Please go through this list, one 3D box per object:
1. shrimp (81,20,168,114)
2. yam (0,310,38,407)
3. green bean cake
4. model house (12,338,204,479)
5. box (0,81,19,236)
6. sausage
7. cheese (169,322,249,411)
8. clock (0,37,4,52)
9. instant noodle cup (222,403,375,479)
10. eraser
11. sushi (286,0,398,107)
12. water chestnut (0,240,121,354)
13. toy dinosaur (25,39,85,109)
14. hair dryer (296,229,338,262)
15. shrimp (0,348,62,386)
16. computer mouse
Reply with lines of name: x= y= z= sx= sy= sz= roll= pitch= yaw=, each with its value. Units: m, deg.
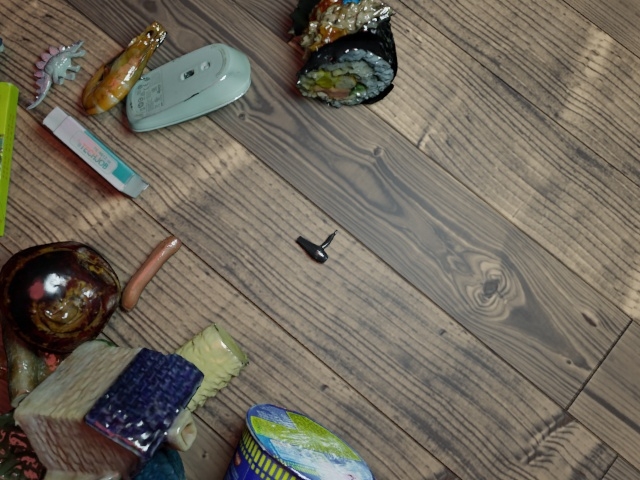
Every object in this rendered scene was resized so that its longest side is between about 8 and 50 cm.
shrimp: x=-0.424 y=-0.370 z=1.237 sx=0.248 sy=0.068 sz=0.150 roll=-42 pitch=50 yaw=4
yam: x=-0.603 y=0.203 z=1.145 sx=0.061 sy=0.061 sz=0.253 roll=-22 pitch=65 yaw=-4
green bean cake: x=-0.547 y=0.470 z=1.111 sx=0.240 sy=0.132 sz=0.255 roll=18 pitch=82 yaw=-2
model house: x=-0.309 y=0.345 z=0.995 sx=0.284 sy=0.243 sz=0.299 roll=-4 pitch=119 yaw=30
box: x=-0.765 y=-0.177 z=1.237 sx=0.186 sy=0.047 sz=0.335 roll=2 pitch=82 yaw=-2
sausage: x=-0.361 y=0.066 z=1.215 sx=0.043 sy=0.043 sz=0.186 roll=36 pitch=82 yaw=4
cheese: x=-0.242 y=0.257 z=1.165 sx=0.167 sy=0.094 sz=0.123 roll=-38 pitch=94 yaw=-2
clock: x=-0.780 y=-0.389 z=1.187 sx=0.199 sy=0.147 sz=0.244 roll=-4 pitch=52 yaw=-6
instant noodle cup: x=-0.090 y=0.509 z=1.059 sx=0.284 sy=0.284 sz=0.313 roll=29 pitch=91 yaw=3
eraser: x=-0.472 y=-0.183 z=1.219 sx=0.225 sy=0.095 sz=0.052 roll=41 pitch=87 yaw=4
sushi: x=0.050 y=-0.416 z=1.208 sx=0.238 sy=0.225 sz=0.219 roll=-17 pitch=75 yaw=14
water chestnut: x=-0.517 y=0.105 z=1.138 sx=0.223 sy=0.238 sz=0.224 roll=3 pitch=85 yaw=-43
toy dinosaur: x=-0.590 y=-0.367 z=1.269 sx=0.082 sy=0.039 sz=0.209 roll=23 pitch=71 yaw=5
hair dryer: x=0.000 y=0.000 z=1.244 sx=0.079 sy=0.031 sz=0.083 roll=39 pitch=69 yaw=13
shrimp: x=-0.623 y=0.258 z=1.179 sx=0.183 sy=0.043 sz=0.092 roll=-2 pitch=85 yaw=-3
computer mouse: x=-0.280 y=-0.318 z=1.239 sx=0.288 sy=0.097 sz=0.160 roll=-23 pitch=57 yaw=11
